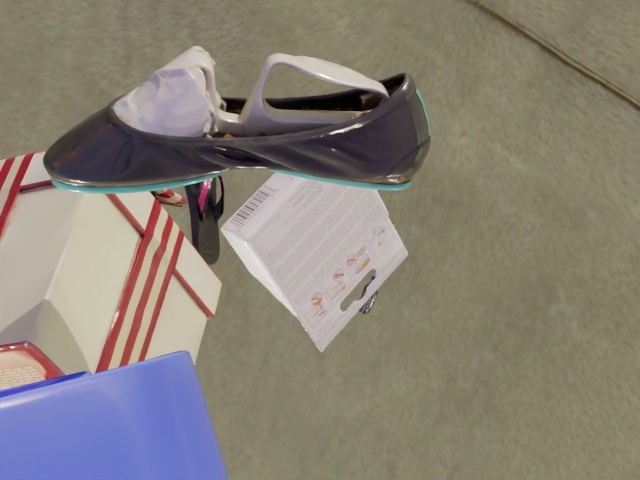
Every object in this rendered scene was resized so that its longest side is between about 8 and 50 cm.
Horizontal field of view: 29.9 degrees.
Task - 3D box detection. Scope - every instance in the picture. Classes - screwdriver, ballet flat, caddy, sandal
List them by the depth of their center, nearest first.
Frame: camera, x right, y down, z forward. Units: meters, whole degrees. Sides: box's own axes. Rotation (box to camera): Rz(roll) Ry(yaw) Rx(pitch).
[{"bbox_3d":[-0.192,0.176,0.615,0.241,0.341,0.179,-15,87,49],"label":"caddy"},{"bbox_3d":[-0.059,-0.091,0.866,0.280,0.095,0.096,-2,119,-9],"label":"ballet flat"},{"bbox_3d":[-0.155,-0.055,1.674,0.040,0.067,0.179,-8,87,35],"label":"sandal"},{"bbox_3d":[0.084,0.044,1.783,0.024,0.025,0.170,32,133,20],"label":"screwdriver"}]

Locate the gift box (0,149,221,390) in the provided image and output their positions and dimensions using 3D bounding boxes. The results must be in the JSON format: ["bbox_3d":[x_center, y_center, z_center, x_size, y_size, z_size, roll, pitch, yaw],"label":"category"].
[{"bbox_3d":[-0.257,0.075,1.138,0.255,0.258,0.276,-6,140,21],"label":"gift box"}]

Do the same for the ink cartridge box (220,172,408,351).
[{"bbox_3d":[0.000,0.000,1.458,0.181,0.056,0.225,-47,136,-16],"label":"ink cartridge box"}]
